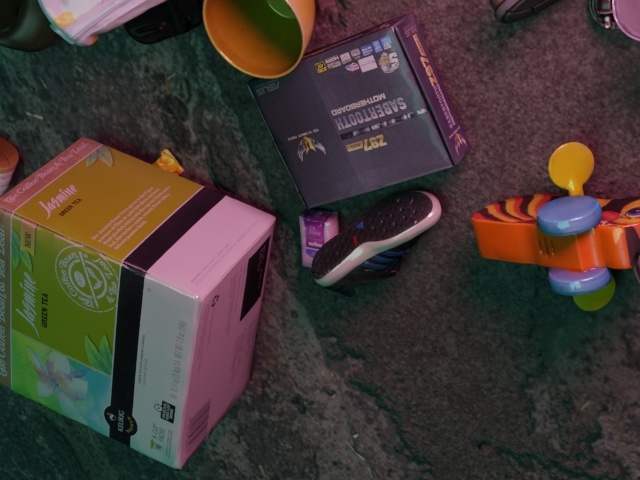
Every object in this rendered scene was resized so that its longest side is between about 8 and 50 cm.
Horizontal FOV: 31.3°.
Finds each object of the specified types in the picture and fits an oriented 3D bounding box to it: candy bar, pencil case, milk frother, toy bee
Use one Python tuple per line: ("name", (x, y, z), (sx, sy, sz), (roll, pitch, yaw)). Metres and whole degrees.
("candy bar", (-0.256, -0.078, 1.648), (0.161, 0.018, 0.040), (-33, 97, 39))
("pencil case", (-0.199, -0.327, 1.332), (0.273, 0.113, 0.124), (-21, 71, 22))
("milk frother", (0.321, -0.236, 1.137), (0.143, 0.135, 0.129), (-13, 78, 32))
("toy bee", (0.323, 0.000, 1.283), (0.298, 0.162, 0.195), (39, 143, 39))

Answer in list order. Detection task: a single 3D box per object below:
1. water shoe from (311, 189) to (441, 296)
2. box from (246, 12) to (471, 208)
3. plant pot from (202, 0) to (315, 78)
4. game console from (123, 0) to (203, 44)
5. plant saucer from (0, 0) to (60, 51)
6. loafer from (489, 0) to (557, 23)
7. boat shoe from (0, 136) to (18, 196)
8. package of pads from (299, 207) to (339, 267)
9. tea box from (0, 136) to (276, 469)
("water shoe", (0.082, 0.004, 1.472), (0.203, 0.073, 0.080), (-30, 136, 29))
("box", (0.044, -0.153, 1.400), (0.233, 0.059, 0.183), (-14, 110, 36))
("plant pot", (-0.059, -0.275, 1.362), (0.134, 0.095, 0.134), (17, 135, 18))
("game console", (-0.266, -0.399, 1.388), (0.213, 0.044, 0.361), (-14, 124, 14))
("plant saucer", (-0.455, -0.392, 1.529), (0.311, 0.050, 0.310), (25, 132, 31))
("loafer", (0.273, -0.326, 1.159), (0.267, 0.096, 0.084), (-35, 75, 33))
("boat shoe", (-0.595, -0.154, 1.757), (0.277, 0.098, 0.096), (34, 128, 9))
("package of pads", (0.000, 0.000, 1.530), (0.050, 0.032, 0.083), (10, 121, 23))
("tea box", (-0.268, 0.085, 1.604), (0.324, 0.220, 0.329), (22, 128, 15))
